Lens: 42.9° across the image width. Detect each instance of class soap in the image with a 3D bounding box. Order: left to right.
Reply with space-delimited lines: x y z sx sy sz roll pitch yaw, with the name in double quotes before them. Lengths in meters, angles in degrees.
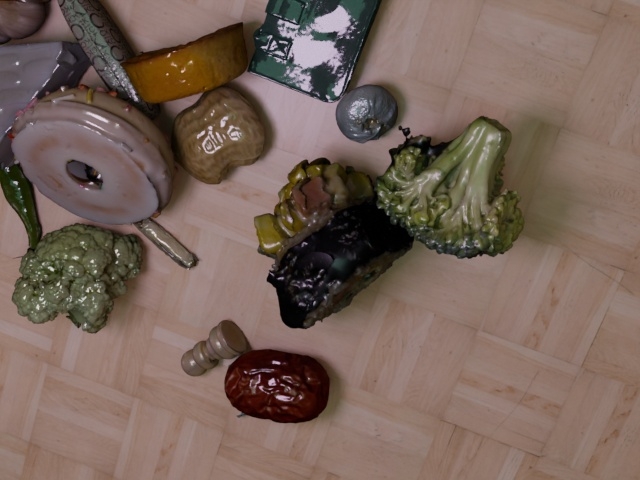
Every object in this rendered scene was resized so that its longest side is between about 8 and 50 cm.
"soap" -0.652 -0.309 1.876 0.258 0.159 0.302 -2 96 8

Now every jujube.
"jujube" -0.102 0.348 1.955 0.251 0.174 0.174 2 104 15

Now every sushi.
"sushi" 0.000 0.000 1.783 0.285 0.328 0.328 49 122 10

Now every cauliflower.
"cauliflower" -0.556 0.103 1.933 0.327 0.260 0.281 -33 119 -20

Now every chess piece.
"chess piece" -0.272 0.279 2.010 0.170 0.094 0.094 -38 95 21

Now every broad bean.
"broad bean" -0.755 -0.102 2.018 0.098 0.056 0.317 -1 106 11

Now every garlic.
"garlic" -0.694 -0.532 1.839 0.214 0.191 0.160 -10 112 6

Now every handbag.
"handbag" -0.007 -0.479 1.767 0.239 0.089 0.326 23 108 4

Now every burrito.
"burrito" -0.378 0.005 1.985 0.185 0.041 0.045 42 66 -1

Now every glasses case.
"glasses case" -0.476 -0.424 1.840 0.085 0.137 0.354 -29 98 10

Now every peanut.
"peanut" -0.242 -0.235 1.861 0.233 0.110 0.196 -31 97 14

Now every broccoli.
"broccoli" 0.275 -0.122 1.652 0.294 0.347 0.280 18 115 -22

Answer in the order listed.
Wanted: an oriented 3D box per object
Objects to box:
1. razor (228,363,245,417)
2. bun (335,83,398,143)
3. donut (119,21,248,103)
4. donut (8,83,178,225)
"razor" -0.201 0.374 2.048 0.068 0.040 0.135 -22 94 15
"bun" 0.106 -0.270 1.776 0.141 0.083 0.140 -11 132 -12
"donut" -0.282 -0.378 1.757 0.278 0.277 0.108 -13 110 13
"donut" -0.502 -0.192 1.832 0.383 0.142 0.382 10 143 8
